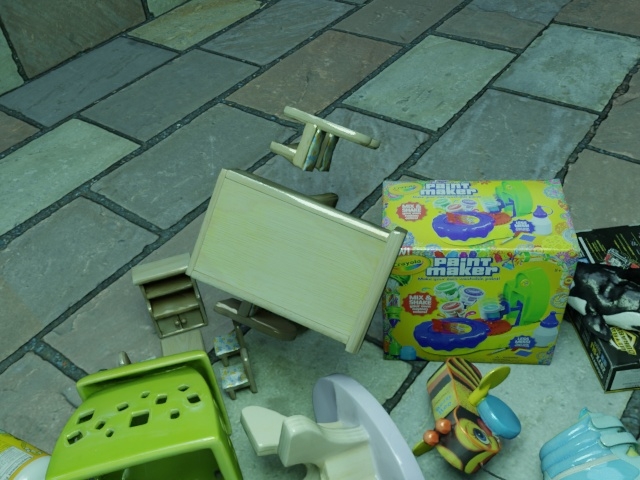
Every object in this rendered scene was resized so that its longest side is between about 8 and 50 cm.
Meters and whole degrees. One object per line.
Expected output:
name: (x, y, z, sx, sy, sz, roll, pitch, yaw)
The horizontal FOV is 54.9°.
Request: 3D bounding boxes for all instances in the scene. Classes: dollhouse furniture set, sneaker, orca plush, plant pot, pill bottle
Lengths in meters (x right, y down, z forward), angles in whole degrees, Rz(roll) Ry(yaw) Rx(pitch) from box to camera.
dollhouse furniture set: (0.000, 0.000, 0.986, 0.256, 0.362, 0.394, 23, 10, 9)
sneaker: (0.457, 0.323, 0.844, 0.318, 0.127, 0.208, -2, 44, 4)
orca plush: (0.510, 0.097, 0.988, 0.151, 0.102, 0.287, -27, 46, -20)
plant pot: (-0.237, 0.301, 0.897, 0.227, 0.228, 0.207, -13, 37, -5)
dollhouse furniture set: (-0.248, 0.167, 1.082, 0.212, 0.161, 0.242, -16, 43, -10)
pill bottle: (-0.459, 0.367, 0.926, 0.208, 0.118, 0.118, 15, 47, 23)

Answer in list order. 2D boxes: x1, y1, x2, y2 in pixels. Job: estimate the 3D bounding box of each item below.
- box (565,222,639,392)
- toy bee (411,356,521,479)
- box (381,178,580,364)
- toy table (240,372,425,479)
box: (0.576, 0.104, 1.103, 0.257, 0.079, 0.322, -8, 42, 2)
toy bee: (0.214, 0.261, 0.886, 0.195, 0.162, 0.298, -60, 24, 1)
box: (0.250, 0.055, 1.050, 0.289, 0.279, 0.177, 0, 42, 8)
toy table: (0.011, 0.314, 0.846, 0.160, 0.252, 0.274, -11, 29, -28)
